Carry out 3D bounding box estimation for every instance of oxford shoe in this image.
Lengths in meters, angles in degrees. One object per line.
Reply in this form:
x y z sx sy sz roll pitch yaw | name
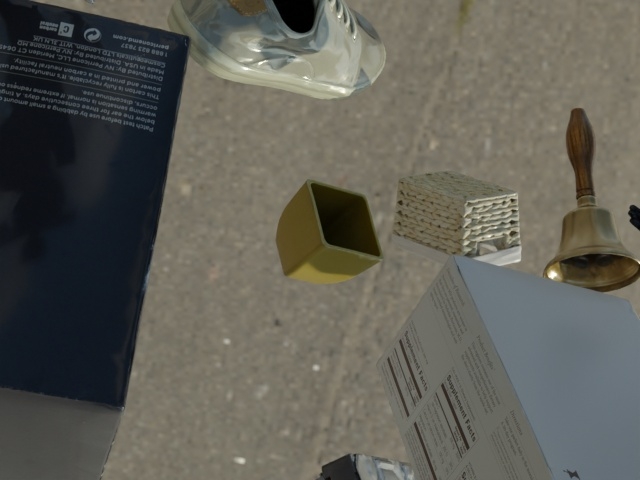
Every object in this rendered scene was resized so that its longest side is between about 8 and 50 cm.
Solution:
-0.017 -0.271 1.697 0.130 0.169 0.449 -46 163 23 | oxford shoe

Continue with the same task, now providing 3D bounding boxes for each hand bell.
0.345 -0.065 1.764 0.126 0.126 0.242 44 41 -54 | hand bell

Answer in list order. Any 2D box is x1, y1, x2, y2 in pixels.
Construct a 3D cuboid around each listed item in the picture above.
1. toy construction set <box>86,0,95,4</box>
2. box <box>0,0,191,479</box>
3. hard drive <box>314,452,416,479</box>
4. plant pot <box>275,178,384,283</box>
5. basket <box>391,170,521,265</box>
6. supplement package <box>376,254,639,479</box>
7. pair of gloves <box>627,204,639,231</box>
-0.196 -0.270 0.811 0.257 0.237 0.309 -32 136 -5 | toy construction set
-0.235 0.030 1.117 0.343 0.179 0.312 119 -19 -63 | box
0.123 0.381 1.628 0.339 0.064 0.236 27 38 -61 | hard drive
0.000 0.000 1.374 0.081 0.083 0.081 14 49 -39 | plant pot
0.191 -0.031 1.905 0.113 0.167 0.103 -10 110 -32 | basket
0.195 0.165 1.146 0.204 0.261 0.145 14 125 -26 | supplement package
0.318 -0.025 1.199 0.074 0.083 0.010 36 37 -14 | pair of gloves
